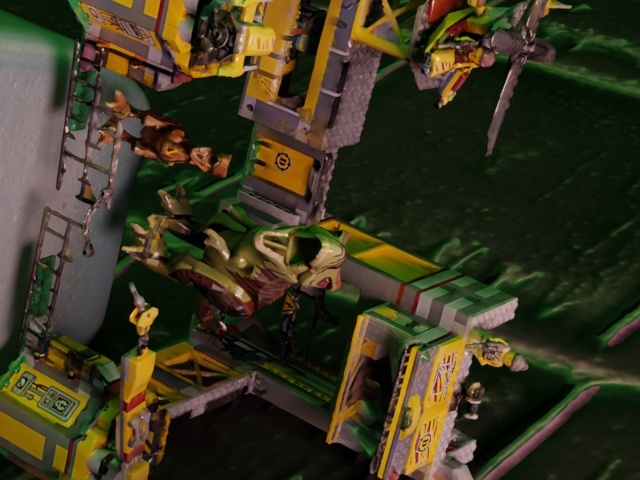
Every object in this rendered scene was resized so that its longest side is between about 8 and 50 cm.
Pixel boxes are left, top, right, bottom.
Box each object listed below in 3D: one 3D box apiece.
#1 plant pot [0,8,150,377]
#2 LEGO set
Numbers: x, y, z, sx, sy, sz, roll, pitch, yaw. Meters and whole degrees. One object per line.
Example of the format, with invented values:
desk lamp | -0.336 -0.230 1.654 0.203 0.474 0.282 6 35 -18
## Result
plant pot | -0.230 -0.027 0.826 0.247 0.248 0.252 26 19 33
LEGO set | 0.000 0.000 0.760 0.192 0.331 0.255 25 14 28
